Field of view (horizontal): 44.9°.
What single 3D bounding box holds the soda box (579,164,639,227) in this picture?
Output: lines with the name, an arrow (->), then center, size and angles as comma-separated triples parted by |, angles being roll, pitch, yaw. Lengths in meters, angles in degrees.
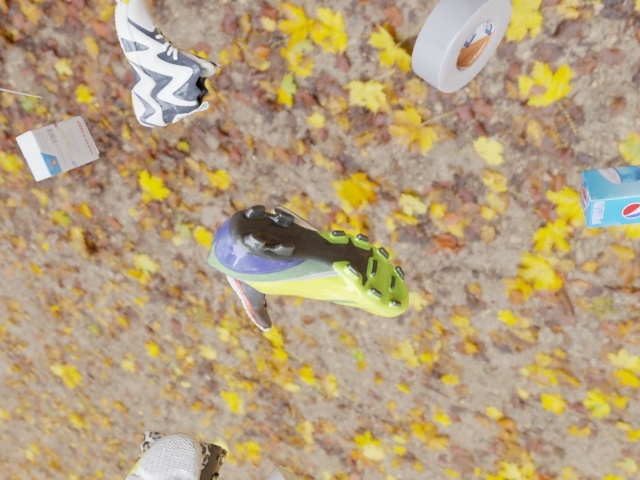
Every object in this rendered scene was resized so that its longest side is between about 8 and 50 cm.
soda box -> 0.526, -0.076, 1.226 | 0.210, 0.071, 0.067 | -5, 138, 8

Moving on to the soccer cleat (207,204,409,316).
soccer cleat -> -0.012, 0.039, 1.021 | 0.289, 0.093, 0.121 | 22, 140, -27

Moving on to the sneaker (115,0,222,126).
sneaker -> -0.243, -0.313, 1.284 | 0.153, 0.094, 0.235 | -7, 96, 8

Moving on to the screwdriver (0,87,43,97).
screwdriver -> -0.605, -0.290, 1.483 | 0.025, 0.170, 0.024 | -3, 86, 42

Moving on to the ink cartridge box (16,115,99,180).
ink cartridge box -> -0.486, -0.172, 1.440 | 0.052, 0.122, 0.088 | -13, 103, 37

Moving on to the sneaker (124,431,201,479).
sneaker -> -0.218, 0.360, 0.997 | 0.091, 0.240, 0.126 | 24, 168, 2

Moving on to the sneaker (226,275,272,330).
sneaker -> -0.121, 0.102, 1.466 | 0.158, 0.065, 0.061 | 62, 176, -23

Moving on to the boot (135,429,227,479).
boot -> -0.233, 0.543, 1.498 | 0.377, 0.284, 0.138 | 26, 155, -33

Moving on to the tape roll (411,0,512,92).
tape roll -> 0.278, -0.399, 1.516 | 0.072, 0.219, 0.219 | 42, 144, 22

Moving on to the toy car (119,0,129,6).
toy car -> -0.316, -0.343, 1.058 | 0.122, 0.060, 0.040 | 21, 106, 33

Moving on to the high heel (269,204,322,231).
high heel -> 0.000, 0.000, 1.783 | 0.261, 0.093, 0.186 | 5, 136, 34

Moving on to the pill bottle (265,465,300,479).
pill bottle -> -0.106, 0.375, 0.846 | 0.146, 0.264, 0.146 | 45, 175, 5
